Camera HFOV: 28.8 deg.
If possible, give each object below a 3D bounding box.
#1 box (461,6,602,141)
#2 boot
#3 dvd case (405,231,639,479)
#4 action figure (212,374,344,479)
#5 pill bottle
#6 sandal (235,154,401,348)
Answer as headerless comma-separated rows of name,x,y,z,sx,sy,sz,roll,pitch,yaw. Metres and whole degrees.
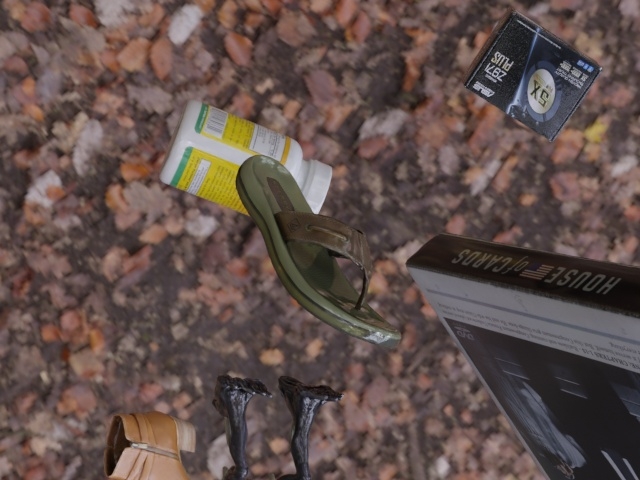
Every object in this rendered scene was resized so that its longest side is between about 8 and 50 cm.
box,0.349,-0.276,2.068,0.180,0.077,0.147,32,107,-7
boot,-0.241,0.339,1.757,0.073,0.197,0.152,-19,158,31
dvd case,0.146,0.103,0.526,0.029,0.179,0.239,-40,110,-17
action figure,-0.064,0.264,1.133,0.164,0.141,0.276,9,92,-19
pill bottle,-0.096,-0.095,1.636,0.208,0.117,0.118,21,104,-11
sandal,-0.001,-0.001,1.403,0.086,0.303,0.120,-45,147,20
